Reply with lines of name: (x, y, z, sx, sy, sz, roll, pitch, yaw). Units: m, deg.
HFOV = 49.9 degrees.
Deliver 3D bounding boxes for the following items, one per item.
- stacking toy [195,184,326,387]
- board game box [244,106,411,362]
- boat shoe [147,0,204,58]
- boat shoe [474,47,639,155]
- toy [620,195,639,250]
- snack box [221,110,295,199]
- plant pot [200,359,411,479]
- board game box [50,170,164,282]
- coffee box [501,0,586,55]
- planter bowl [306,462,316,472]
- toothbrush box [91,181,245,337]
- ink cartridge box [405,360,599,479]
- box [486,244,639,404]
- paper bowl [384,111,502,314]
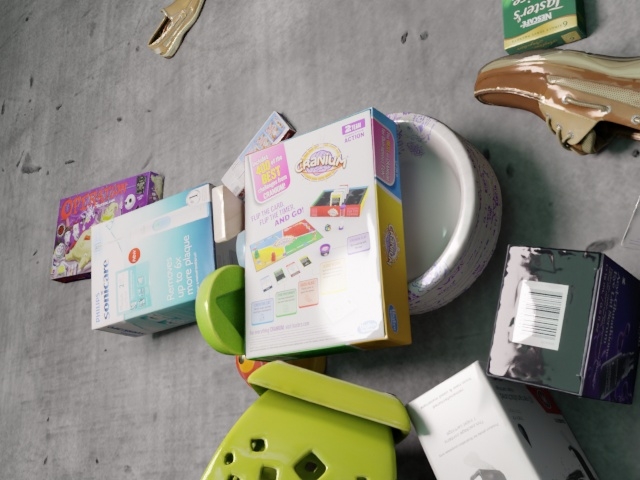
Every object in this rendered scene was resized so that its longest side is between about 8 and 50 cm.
stacking toy: (-0.121, 0.078, 1.097, 0.130, 0.279, 0.309, -14, 64, 34)
board game box: (0.000, 0.000, 0.966, 0.242, 0.064, 0.316, -14, 70, 35)
boat shoe: (-0.332, -0.512, 1.571, 0.068, 0.072, 0.190, 35, 100, 40)
boat shoe: (0.349, -0.175, 0.895, 0.324, 0.122, 0.120, 13, 92, 40)
toy: (0.444, -0.094, 0.782, 0.137, 0.056, 0.237, 14, 112, 2)
snack box: (-0.123, -0.163, 1.333, 0.178, 0.022, 0.064, -49, 52, 17)
plant pot: (-0.009, 0.278, 0.842, 0.228, 0.227, 0.207, 15, 71, 8)
board game box: (-0.495, -0.024, 1.578, 0.347, 0.056, 0.208, -11, 66, 36)
coffee box: (0.327, -0.371, 1.020, 0.113, 0.040, 0.184, -9, 72, 37)
planter bowl: (0.003, 0.307, 1.019, 0.109, 0.162, 0.162, 18, 88, 16)
toothbrush box: (-0.287, 0.045, 1.309, 0.296, 0.126, 0.216, -17, 67, 26)
ink cartridge box: (0.240, 0.291, 0.791, 0.114, 0.197, 0.273, -38, 57, 24)
box: (0.293, 0.102, 0.798, 0.108, 0.207, 0.153, 6, 82, 39)
paper bowl: (0.128, -0.032, 1.010, 0.284, 0.148, 0.284, -13, 69, 35)
